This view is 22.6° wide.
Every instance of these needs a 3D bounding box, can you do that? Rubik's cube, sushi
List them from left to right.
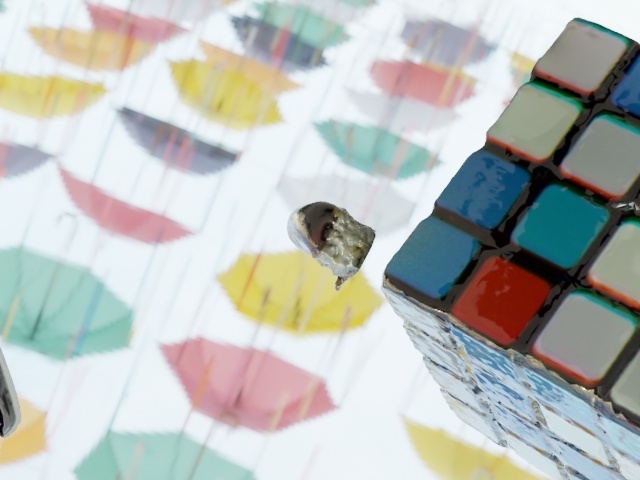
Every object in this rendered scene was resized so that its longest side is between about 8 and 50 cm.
[{"bbox_3d":[0.000,0.000,0.946,0.046,0.044,0.083,29,175,-8],"label":"sushi"},{"bbox_3d":[0.142,0.024,0.697,0.151,0.155,0.154,31,164,30],"label":"Rubik's cube"}]

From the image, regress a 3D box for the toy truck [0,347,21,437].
[{"bbox_3d":[-0.290,0.091,0.815,0.253,0.114,0.124,-22,-139,-16],"label":"toy truck"}]
